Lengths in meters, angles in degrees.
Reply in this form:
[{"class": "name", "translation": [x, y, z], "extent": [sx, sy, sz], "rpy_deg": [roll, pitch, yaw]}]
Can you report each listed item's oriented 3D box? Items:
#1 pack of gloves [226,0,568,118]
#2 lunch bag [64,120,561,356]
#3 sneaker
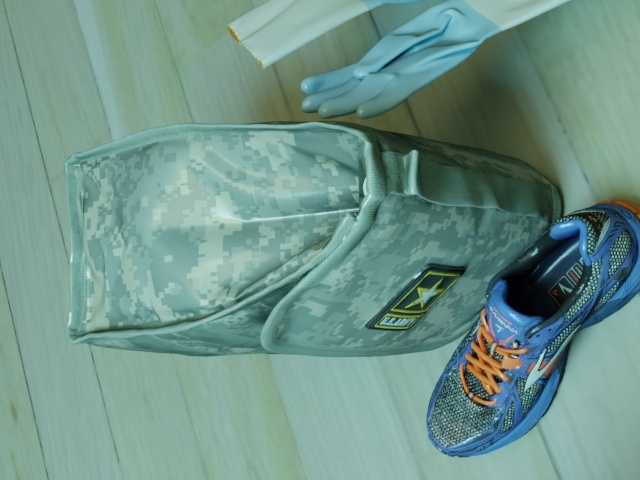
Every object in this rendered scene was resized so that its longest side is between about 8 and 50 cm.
[{"class": "pack of gloves", "translation": [0.070, -0.160, 0.773], "extent": [0.232, 0.046, 0.195], "rpy_deg": [-30, 41, -6]}, {"class": "lunch bag", "translation": [0.000, 0.000, 0.753], "extent": [0.287, 0.235, 0.168], "rpy_deg": [-11, 79, 39]}, {"class": "sneaker", "translation": [0.135, 0.059, 0.731], "extent": [0.083, 0.087, 0.221], "rpy_deg": [44, 112, 35]}]
